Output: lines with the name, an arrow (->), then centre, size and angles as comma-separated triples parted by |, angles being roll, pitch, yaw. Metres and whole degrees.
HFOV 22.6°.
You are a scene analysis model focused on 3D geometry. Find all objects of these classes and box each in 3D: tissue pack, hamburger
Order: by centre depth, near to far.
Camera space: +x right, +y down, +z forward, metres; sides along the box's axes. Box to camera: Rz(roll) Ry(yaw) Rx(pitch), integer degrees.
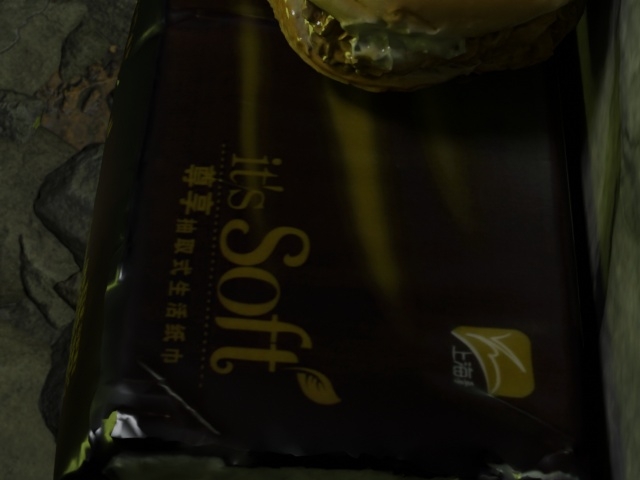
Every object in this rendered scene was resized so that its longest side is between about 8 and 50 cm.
hamburger -> 0.043, -0.129, 0.630 | 0.083, 0.138, 0.147 | 105, 154, -55
tissue pack -> 0.000, 0.000, 0.710 | 0.210, 0.198, 0.370 | 93, 180, -50
